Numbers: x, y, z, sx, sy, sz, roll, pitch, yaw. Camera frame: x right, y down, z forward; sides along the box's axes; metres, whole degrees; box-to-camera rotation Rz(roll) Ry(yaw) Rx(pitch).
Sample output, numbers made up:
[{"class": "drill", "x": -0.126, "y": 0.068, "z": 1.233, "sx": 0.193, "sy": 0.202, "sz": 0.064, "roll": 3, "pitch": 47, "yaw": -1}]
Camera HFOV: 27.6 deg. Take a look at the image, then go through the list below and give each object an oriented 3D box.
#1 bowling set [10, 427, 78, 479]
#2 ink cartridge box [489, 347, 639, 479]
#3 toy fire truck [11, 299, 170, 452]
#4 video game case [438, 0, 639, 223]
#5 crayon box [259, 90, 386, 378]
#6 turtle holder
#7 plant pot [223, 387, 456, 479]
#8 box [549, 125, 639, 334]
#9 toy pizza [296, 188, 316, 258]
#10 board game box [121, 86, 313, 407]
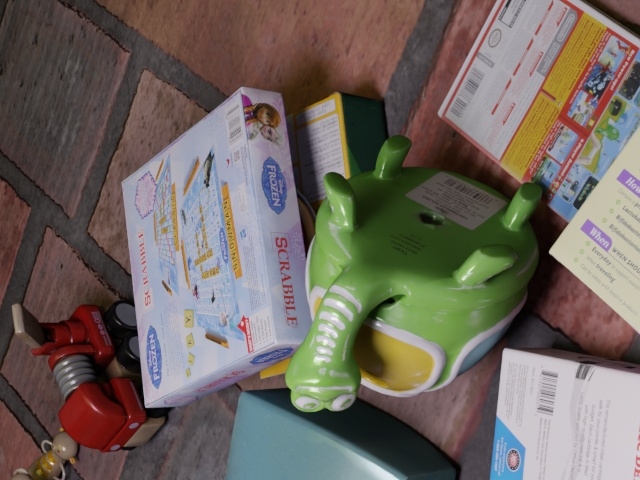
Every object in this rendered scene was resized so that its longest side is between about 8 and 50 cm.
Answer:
[{"class": "bowling set", "x": -0.438, "y": 0.440, "z": 1.986, "sx": 0.154, "sy": 0.200, "sz": 0.287, "roll": -50, "pitch": 57, "yaw": 30}, {"class": "ink cartridge box", "x": 0.280, "y": 0.195, "z": 1.318, "sx": 0.203, "sy": 0.086, "sz": 0.148, "roll": 9, "pitch": 93, "yaw": 46}, {"class": "toy fire truck", "x": -0.350, "y": 0.182, "z": 1.869, "sx": 0.158, "sy": 0.246, "sz": 0.217, "roll": -48, "pitch": 54, "yaw": 33}, {"class": "video game case", "x": 0.264, "y": -0.152, "z": 1.412, "sx": 0.285, "sy": 0.025, "sz": 0.204, "roll": 46, "pitch": 118, "yaw": 39}, {"class": "crayon box", "x": 0.000, "y": 0.000, "z": 1.635, "sx": 0.203, "sy": 0.083, "sz": 0.322, "roll": -18, "pitch": 73, "yaw": 45}, {"class": "turtle holder", "x": 0.099, "y": 0.060, "z": 1.380, "sx": 0.320, "sy": 0.243, "sz": 0.227, "roll": -83, "pitch": 5, "yaw": -57}, {"class": "plant pot", "x": 0.030, "y": 0.283, "z": 1.529, "sx": 0.234, "sy": 0.165, "sz": 0.165, "roll": 15, "pitch": 97, "yaw": 39}, {"class": "box", "x": 0.374, "y": -0.014, "z": 1.193, "sx": 0.213, "sy": 0.117, "sz": 0.243, "roll": 47, "pitch": 111, "yaw": 39}, {"class": "toy pizza", "x": -0.070, "y": 0.026, "z": 1.623, "sx": 0.201, "sy": 0.032, "sz": 0.201, "roll": -6, "pitch": 83, "yaw": 48}, {"class": "board game box", "x": -0.135, "y": 0.019, "z": 1.622, "sx": 0.318, "sy": 0.066, "sz": 0.318, "roll": -29, "pitch": 63, "yaw": 50}]
